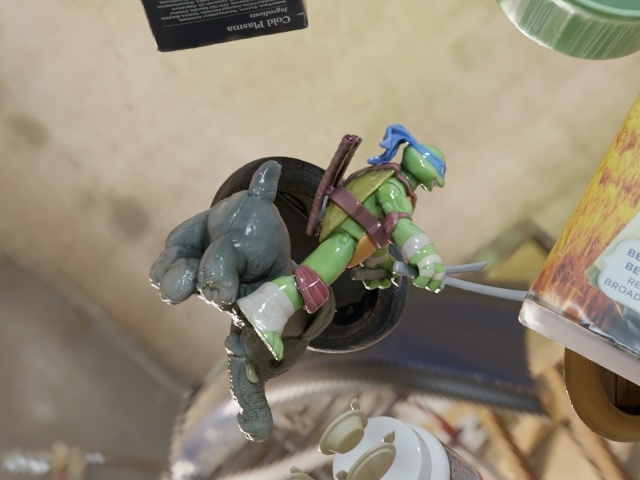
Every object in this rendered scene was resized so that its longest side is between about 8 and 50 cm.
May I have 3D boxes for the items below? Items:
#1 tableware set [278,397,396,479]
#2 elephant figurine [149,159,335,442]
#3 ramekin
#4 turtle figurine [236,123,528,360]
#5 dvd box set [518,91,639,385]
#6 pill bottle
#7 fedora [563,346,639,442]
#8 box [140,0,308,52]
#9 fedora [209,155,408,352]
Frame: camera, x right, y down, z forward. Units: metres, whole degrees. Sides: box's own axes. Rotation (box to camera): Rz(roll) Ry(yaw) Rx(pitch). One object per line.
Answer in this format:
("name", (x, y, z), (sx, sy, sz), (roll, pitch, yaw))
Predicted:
("tableware set", (0.003, 0.227, 1.597), (0.169, 0.020, 0.141), (-39, -32, -10))
("elephant figurine", (-0.065, 0.074, 1.879), (0.186, 0.239, 0.169), (-27, 30, 29))
("ramekin", (0.366, -0.388, 2.231), (0.303, 0.303, 0.148), (-51, -6, -28))
("turtle figurine", (0.061, 0.045, 1.749), (0.266, 0.274, 0.198), (-36, 35, -3))
("dvd box set", (0.364, -0.058, 1.106), (0.420, 0.308, 0.062), (-58, -13, -15))
("pill bottle", (0.132, 0.360, 2.467), (0.161, 0.161, 0.283), (-47, -33, 0))
("fedora", (0.271, 0.080, 1.491), (0.194, 0.194, 0.079), (-49, 29, -12))
("box", (-0.134, -0.441, 1.834), (0.179, 0.312, 0.343), (-9, 52, 5))
("fedora", (0.000, 0.000, 2.527), (0.334, 0.334, 0.152), (-42, 6, 37))
